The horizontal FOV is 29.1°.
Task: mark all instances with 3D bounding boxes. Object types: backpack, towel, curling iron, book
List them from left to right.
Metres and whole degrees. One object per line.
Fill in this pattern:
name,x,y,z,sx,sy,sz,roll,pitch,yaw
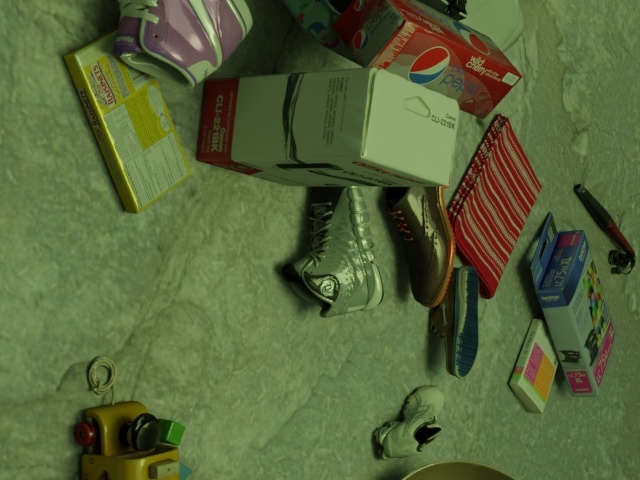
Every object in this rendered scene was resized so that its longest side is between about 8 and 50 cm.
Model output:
backpack,0.051,-0.361,1.668,0.225,0.191,0.253,18,38,-50
towel,0.303,-0.058,2.134,0.199,0.031,0.274,56,50,-37
book,0.394,0.229,2.253,0.096,0.035,0.144,53,51,-36
curling iron,0.571,-0.022,2.462,0.274,0.035,0.068,52,53,-39

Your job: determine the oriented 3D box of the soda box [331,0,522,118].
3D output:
soda box,0.140,-0.241,1.573,0.263,0.083,0.092,14,35,-48

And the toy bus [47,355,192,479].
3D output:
toy bus,-0.214,0.267,1.439,0.202,0.104,0.191,55,51,-37

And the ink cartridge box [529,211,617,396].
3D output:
ink cartridge box,0.476,0.118,2.308,0.311,0.065,0.185,64,36,-27

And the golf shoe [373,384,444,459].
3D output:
golf shoe,0.162,0.288,1.924,0.176,0.086,0.069,-41,120,-45

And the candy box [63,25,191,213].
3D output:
candy box,-0.227,-0.146,1.473,0.105,0.027,0.205,-39,120,-41

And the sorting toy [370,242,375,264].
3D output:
sorting toy,0.054,0.024,1.815,0.102,0.042,0.061,47,56,-41

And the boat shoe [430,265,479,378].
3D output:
boat shoe,0.217,0.133,2.001,0.066,0.066,0.183,29,63,-50

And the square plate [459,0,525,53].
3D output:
square plate,0.224,-0.413,2.012,0.344,0.049,0.347,-48,126,-40

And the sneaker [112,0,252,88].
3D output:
sneaker,-0.206,-0.301,1.416,0.282,0.102,0.161,50,59,-21

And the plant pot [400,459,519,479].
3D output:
plant pot,0.204,0.502,1.875,0.284,0.284,0.191,-56,168,-34

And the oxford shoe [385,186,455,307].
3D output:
oxford shoe,0.142,-0.030,1.904,0.098,0.097,0.271,-2,88,-31

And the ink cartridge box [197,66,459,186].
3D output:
ink cartridge box,0.011,-0.138,1.573,0.197,0.273,0.114,13,81,-50

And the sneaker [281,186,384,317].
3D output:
sneaker,0.000,0.000,1.721,0.132,0.086,0.228,-16,87,-27
